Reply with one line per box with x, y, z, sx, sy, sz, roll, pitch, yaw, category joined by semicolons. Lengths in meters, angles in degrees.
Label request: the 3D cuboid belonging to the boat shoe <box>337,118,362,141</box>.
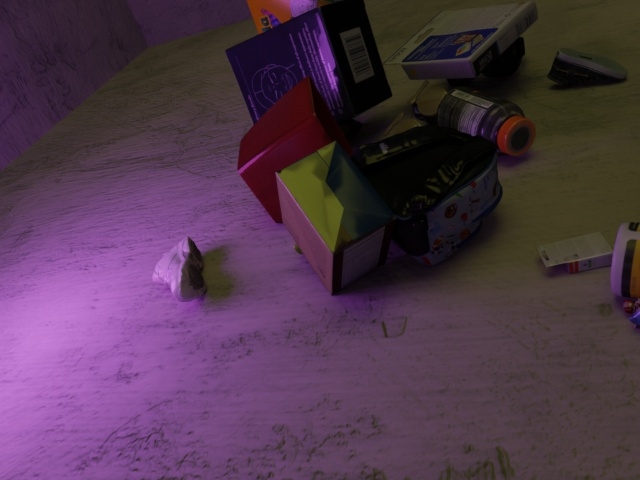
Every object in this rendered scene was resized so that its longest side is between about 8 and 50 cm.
0.034;-0.295;1.571;0.073;0.080;0.223;10;40;44;boat shoe

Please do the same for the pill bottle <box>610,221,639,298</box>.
0.554;0.040;0.808;0.208;0.119;0.119;8;44;36;pill bottle

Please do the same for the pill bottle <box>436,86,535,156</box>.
0.400;-0.281;1.318;0.130;0.131;0.246;-28;36;-11;pill bottle

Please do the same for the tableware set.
0.272;-0.324;1.469;0.194;0.039;0.128;-51;51;7;tableware set

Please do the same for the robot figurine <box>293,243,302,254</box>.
0.000;0.000;1.196;0.115;0.067;0.101;-8;63;15;robot figurine

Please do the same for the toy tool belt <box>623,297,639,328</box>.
0.482;0.112;0.806;0.083;0.052;0.051;-22;44;64;toy tool belt

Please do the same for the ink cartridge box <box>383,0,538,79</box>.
0.381;-0.550;1.514;0.303;0.072;0.307;-45;34;-20;ink cartridge box

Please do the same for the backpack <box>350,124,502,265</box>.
0.225;-0.099;1.092;0.263;0.213;0.276;-36;42;-7;backpack

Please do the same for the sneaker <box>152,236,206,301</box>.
-0.330;0.084;1.254;0.115;0.090;0.232;-28;25;2;sneaker

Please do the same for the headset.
0.471;-0.513;1.630;0.243;0.185;0.394;-3;23;31;headset

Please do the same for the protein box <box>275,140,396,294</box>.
0.026;-0.038;1.056;0.135;0.201;0.200;-29;67;-13;protein box

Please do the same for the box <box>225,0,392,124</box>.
-0.038;-0.489;1.600;0.395;0.294;0.212;-3;24;42;box

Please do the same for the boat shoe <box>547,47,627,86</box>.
0.702;-0.442;1.445;0.183;0.083;0.065;22;47;10;boat shoe

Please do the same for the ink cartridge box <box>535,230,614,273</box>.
0.447;0.025;0.963;0.115;0.029;0.063;-15;35;11;ink cartridge box

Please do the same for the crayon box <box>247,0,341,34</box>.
-0.058;-0.757;1.999;0.312;0.363;0.106;-5;38;22;crayon box

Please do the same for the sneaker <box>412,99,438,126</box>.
0.324;-0.371;1.540;0.073;0.063;0.162;-23;35;-10;sneaker

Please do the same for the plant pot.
-0.057;-0.197;1.352;0.235;0.267;0.267;-27;33;13;plant pot
